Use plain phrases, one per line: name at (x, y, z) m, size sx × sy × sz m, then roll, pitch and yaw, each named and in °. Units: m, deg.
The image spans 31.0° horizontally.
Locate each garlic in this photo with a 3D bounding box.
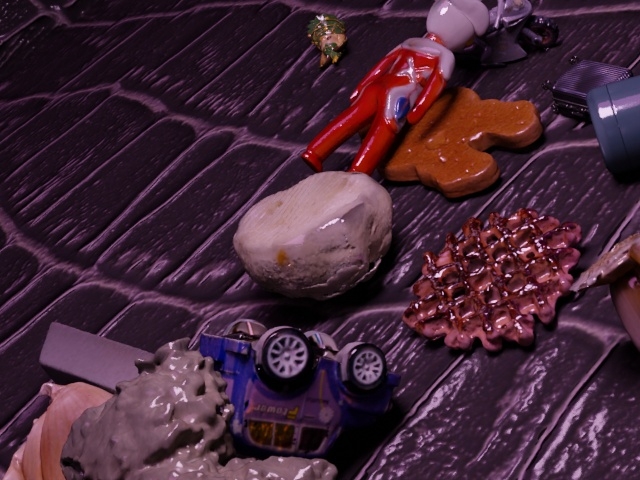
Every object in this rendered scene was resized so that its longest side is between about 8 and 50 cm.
garlic at (-0.310, 0.299, 1.500) m, size 0.217 × 0.110 × 0.228 m, roll -13°, pitch 59°, yaw 18°
garlic at (0.354, 0.082, 1.219) m, size 0.207 × 0.207 × 0.257 m, roll 14°, pitch 76°, yaw 48°

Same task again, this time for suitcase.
suitcase at (0.398, -0.219, 1.692) m, size 0.086 × 0.059 × 0.126 m, roll -42°, pitch 34°, yaw -15°

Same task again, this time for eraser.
eraser at (-0.278, 0.204, 1.612) m, size 0.352 × 0.111 × 0.077 m, roll 10°, pitch 52°, yaw 46°

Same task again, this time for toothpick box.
toothpick box at (0.453, -0.167, 1.522) m, size 0.184 × 0.120 × 0.120 m, roll -16°, pitch 35°, yaw 16°

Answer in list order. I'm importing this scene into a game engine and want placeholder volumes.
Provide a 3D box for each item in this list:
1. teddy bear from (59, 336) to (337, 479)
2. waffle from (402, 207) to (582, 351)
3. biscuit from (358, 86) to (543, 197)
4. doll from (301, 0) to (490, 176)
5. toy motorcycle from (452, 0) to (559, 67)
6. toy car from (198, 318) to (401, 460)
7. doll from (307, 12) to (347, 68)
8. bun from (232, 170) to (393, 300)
teddy bear at (-0.132, 0.288, 1.203) m, size 0.357 × 0.224 × 0.367 m, roll -20°, pitch 53°, yaw 20°
waffle at (0.224, 0.047, 1.477) m, size 0.221 × 0.055 × 0.234 m, roll 3°, pitch 50°, yaw 39°
biscuit at (0.186, -0.159, 1.793) m, size 0.202 × 0.047 × 0.334 m, roll -46°, pitch 37°, yaw -19°
doll at (0.131, -0.249, 1.815) m, size 0.384 × 0.099 × 0.188 m, roll -52°, pitch 37°, yaw -6°
toy motorcycle at (0.278, -0.342, 1.902) m, size 0.215 × 0.122 × 0.080 m, roll -6°, pitch 55°, yaw 34°
toy car at (-0.032, 0.183, 1.372) m, size 0.172 × 0.235 × 0.158 m, roll -179°, pitch 100°, yaw -68°
doll at (0.027, -0.376, 2.232) m, size 0.078 × 0.076 × 0.113 m, roll -43°, pitch 56°, yaw 28°
bun at (0.000, 0.000, 1.641) m, size 0.239 × 0.141 × 0.239 m, roll -22°, pitch 27°, yaw 12°
